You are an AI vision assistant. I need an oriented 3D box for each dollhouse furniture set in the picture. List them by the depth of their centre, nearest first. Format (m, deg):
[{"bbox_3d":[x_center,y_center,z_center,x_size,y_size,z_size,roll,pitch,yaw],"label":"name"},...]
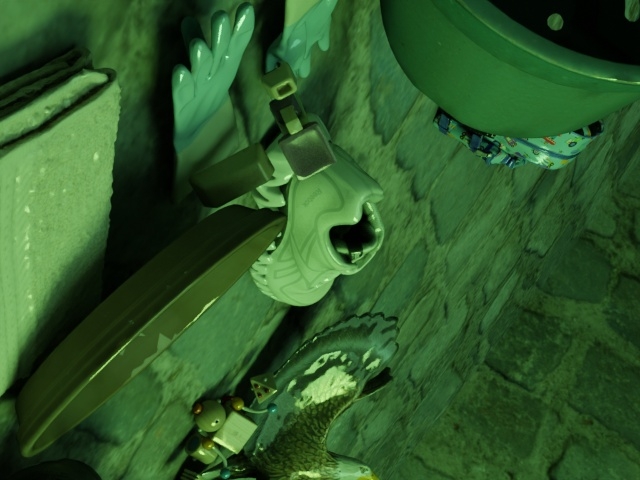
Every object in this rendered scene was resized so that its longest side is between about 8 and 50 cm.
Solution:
[{"bbox_3d":[-0.062,-0.090,0.949,0.114,0.081,0.091,-28,124,3],"label":"dollhouse furniture set"}]

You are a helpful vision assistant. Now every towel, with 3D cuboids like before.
[{"bbox_3d":[-0.211,0.018,0.776,0.187,0.049,0.282,-40,157,-36],"label":"towel"}]

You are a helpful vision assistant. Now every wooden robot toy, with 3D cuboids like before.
[{"bbox_3d":[-0.125,0.210,1.352,0.079,0.076,0.173,37,88,-37],"label":"wooden robot toy"}]

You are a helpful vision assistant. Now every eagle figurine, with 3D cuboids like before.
[{"bbox_3d":[-0.017,0.238,1.470,0.225,0.226,0.298,33,65,-40],"label":"eagle figurine"}]

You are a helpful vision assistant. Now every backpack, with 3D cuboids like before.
[{"bbox_3d":[0.248,-0.146,1.435,0.158,0.173,0.117,-23,145,-59],"label":"backpack"}]

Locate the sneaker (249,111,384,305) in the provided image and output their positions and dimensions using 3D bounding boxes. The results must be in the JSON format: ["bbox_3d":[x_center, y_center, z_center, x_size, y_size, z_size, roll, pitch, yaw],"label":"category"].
[{"bbox_3d":[0.000,0.000,1.169,0.110,0.118,0.292,-49,163,-22],"label":"sneaker"}]

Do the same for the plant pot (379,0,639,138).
[{"bbox_3d":[0.186,-0.233,0.873,0.341,0.341,0.334,-51,178,-10],"label":"plant pot"}]

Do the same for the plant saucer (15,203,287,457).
[{"bbox_3d":[-0.139,0.063,0.937,0.278,0.041,0.278,-43,178,-2],"label":"plant saucer"}]

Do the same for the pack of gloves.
[{"bbox_3d":[-0.057,-0.148,0.902,0.195,0.046,0.232,-46,171,-21],"label":"pack of gloves"}]

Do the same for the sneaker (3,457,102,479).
[{"bbox_3d":[-0.234,0.262,1.094,0.162,0.106,0.281,-36,165,-52],"label":"sneaker"}]
